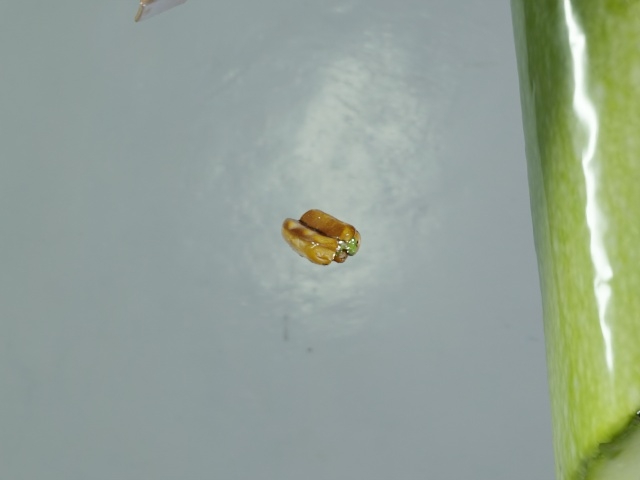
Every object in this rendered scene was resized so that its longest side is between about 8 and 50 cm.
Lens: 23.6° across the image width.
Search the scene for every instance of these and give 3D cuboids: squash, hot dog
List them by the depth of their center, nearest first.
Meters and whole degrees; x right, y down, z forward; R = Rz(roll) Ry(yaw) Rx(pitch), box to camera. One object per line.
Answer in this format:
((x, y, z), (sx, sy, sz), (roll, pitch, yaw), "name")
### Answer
((0.105, -0.066, 0.381), (0.137, 0.137, 0.287), (-12, 82, 30), "squash")
((0.000, 0.000, 1.249), (0.049, 0.122, 0.037), (-18, 103, -12), "hot dog")

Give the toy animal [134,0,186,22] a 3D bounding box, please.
((-0.130, -0.242, 1.019), (0.089, 0.188, 0.179), (-38, 89, 25), "toy animal")
